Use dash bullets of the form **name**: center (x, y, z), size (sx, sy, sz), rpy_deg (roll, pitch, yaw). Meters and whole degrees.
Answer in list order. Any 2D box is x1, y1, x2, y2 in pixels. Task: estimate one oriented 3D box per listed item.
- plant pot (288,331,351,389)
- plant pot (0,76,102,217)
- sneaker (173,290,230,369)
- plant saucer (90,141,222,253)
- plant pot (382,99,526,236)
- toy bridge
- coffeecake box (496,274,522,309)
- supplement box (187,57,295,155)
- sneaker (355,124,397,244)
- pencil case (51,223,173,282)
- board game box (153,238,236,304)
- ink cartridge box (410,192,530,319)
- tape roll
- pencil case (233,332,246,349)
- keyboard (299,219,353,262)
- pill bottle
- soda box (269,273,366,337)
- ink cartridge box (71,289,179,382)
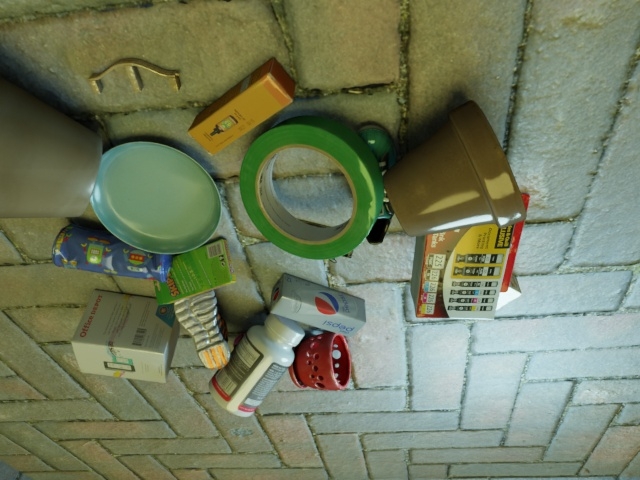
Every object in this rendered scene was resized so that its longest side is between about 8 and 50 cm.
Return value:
- **plant pot**: center (-0.006, 0.412, 1.644), size (0.174, 0.191, 0.191), rpy_deg (-13, 134, 21)
- **plant pot**: center (-0.623, -0.171, 1.001), size (0.280, 0.323, 0.323), rpy_deg (15, 137, -36)
- **sneaker**: center (-0.371, 0.232, 1.520), size (0.125, 0.180, 0.321), rpy_deg (-14, 103, -10)
- **plant saucer**: center (-0.398, -0.103, 1.192), size (0.318, 0.043, 0.317), rpy_deg (0, 126, 1)
- **plant pot**: center (0.258, -0.119, 1.002), size (0.229, 0.263, 0.263), rpy_deg (-23, 131, 16)
- **toy bridge**: center (-0.378, -0.334, 0.990), size (0.188, 0.026, 0.063), rpy_deg (-2, 135, 4)
- **coffeecake box**: center (0.460, 0.132, 1.414), size (0.186, 0.068, 0.142), rpy_deg (26, 130, -23)
- **supplement box**: center (-0.165, -0.273, 1.010), size (0.233, 0.080, 0.078), rpy_deg (-27, 128, 25)
- **sneaker**: center (0.130, -0.116, 1.129), size (0.108, 0.121, 0.302), rpy_deg (-5, 136, 7)
- **pencil case**: center (-0.549, 0.031, 1.314), size (0.306, 0.119, 0.133), rpy_deg (9, 104, -6)
- **board game box**: center (-0.363, 0.093, 1.374), size (0.260, 0.124, 0.039), rpy_deg (-18, 168, 18)
- **ink cartridge box**: center (0.380, 0.039, 1.221), size (0.272, 0.130, 0.309), rpy_deg (1, 120, 2)
- **tape roll**: center (-0.022, -0.111, 1.086), size (0.321, 0.077, 0.321), rpy_deg (10, 122, 17)
- **pencil case**: center (-0.234, 0.419, 1.725), size (0.095, 0.098, 0.209), rpy_deg (-12, 134, 15)
- **keyboard**: center (0.000, 0.000, 1.332), size (0.192, 0.038, 0.100), rpy_deg (15, 112, -11)
- **pill bottle**: center (-0.196, 0.384, 1.553), size (0.176, 0.176, 0.318), rpy_deg (36, 94, -30)
- **soda box**: center (-0.005, 0.202, 1.491), size (0.286, 0.091, 0.098), rpy_deg (21, 133, -19)
- **ink cartridge box**: center (-0.606, 0.306, 1.551), size (0.270, 0.198, 0.197), rpy_deg (10, 137, -7)
